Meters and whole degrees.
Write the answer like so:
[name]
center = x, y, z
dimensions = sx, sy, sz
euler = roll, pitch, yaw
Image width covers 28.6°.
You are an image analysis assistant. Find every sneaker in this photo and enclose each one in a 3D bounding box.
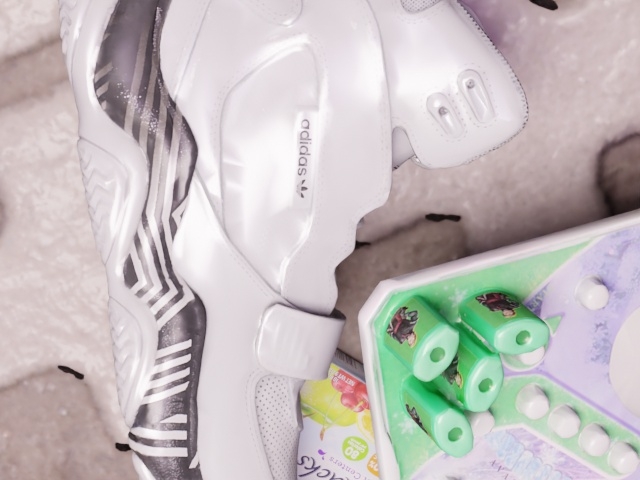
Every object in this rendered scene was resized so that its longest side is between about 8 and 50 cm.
[sneaker]
center = 0.000, 0.000, 0.630
dimensions = 0.210, 0.137, 0.366
euler = -9, 95, 0

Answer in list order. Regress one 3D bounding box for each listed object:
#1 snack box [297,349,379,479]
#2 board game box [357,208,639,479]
[snack box]
center = 0.028, 0.135, 0.736
dimensions = 0.141, 0.037, 0.100
euler = 32, 102, -10
[board game box]
center = 0.230, 0.160, 0.675
dimensions = 0.389, 0.050, 0.390
euler = -15, 113, -16
